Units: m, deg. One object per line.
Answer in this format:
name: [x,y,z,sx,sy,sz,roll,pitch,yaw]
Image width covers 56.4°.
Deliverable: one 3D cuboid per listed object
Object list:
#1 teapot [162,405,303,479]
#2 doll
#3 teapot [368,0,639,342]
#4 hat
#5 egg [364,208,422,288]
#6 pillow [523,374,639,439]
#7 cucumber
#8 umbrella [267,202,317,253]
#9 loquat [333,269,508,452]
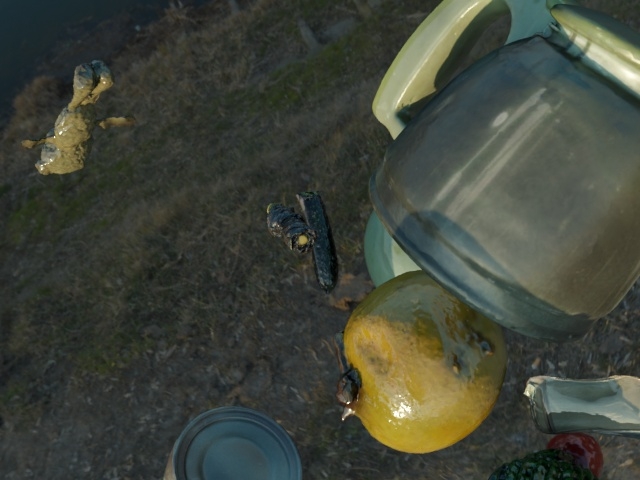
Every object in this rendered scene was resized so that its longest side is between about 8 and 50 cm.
teapot: [-0.161,0.517,1.095,0.233,0.312,0.315,-19,55,-42]
doll: [-0.446,-0.210,1.068,0.203,0.286,0.091,-43,94,-13]
teapot: [0.196,-0.093,0.542,0.239,0.240,0.321,-57,16,27]
hat: [0.458,0.498,1.166,0.242,0.274,0.332,-1,27,29]
egg: [0.233,0.026,1.260,0.276,0.276,0.389,-26,28,6]
pillow: [0.511,0.315,1.136,0.233,0.038,0.130,-12,96,36]
cucumber: [0.001,-0.001,1.349,0.067,0.067,0.245,-18,79,11]
umbrella: [-0.039,-0.017,0.696,0.040,0.037,0.144,-28,22,-8]
loquat: [0.127,0.163,0.803,0.244,0.244,0.243,-9,61,16]
